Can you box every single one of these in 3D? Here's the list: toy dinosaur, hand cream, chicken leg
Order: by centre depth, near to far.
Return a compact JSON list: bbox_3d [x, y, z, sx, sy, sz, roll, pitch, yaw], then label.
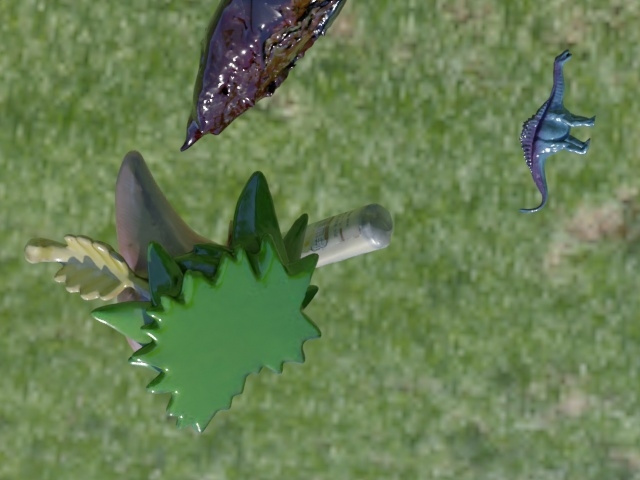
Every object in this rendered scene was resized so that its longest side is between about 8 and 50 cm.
[{"bbox_3d":[-0.015,-0.138,0.872,0.063,0.105,0.234,45,142,4],"label":"chicken leg"},{"bbox_3d":[-0.083,0.026,1.053,0.177,0.152,0.194,31,159,54],"label":"toy dinosaur"},{"bbox_3d":[0.000,0.000,1.424,0.143,0.061,0.039,-17,136,34],"label":"hand cream"},{"bbox_3d":[0.269,-0.121,1.850,0.080,0.197,0.045,14,-163,7],"label":"toy dinosaur"}]
